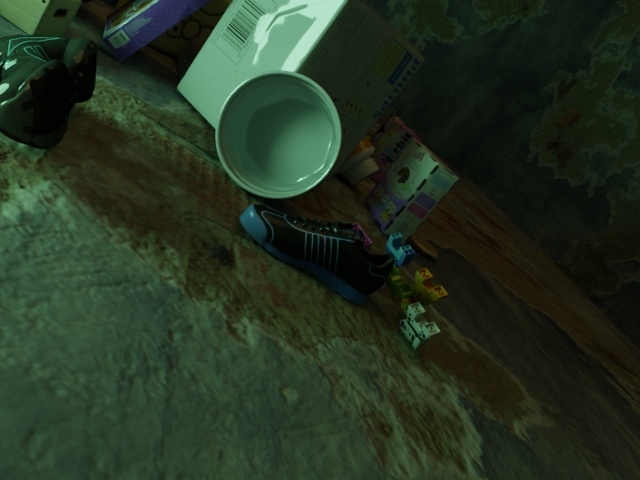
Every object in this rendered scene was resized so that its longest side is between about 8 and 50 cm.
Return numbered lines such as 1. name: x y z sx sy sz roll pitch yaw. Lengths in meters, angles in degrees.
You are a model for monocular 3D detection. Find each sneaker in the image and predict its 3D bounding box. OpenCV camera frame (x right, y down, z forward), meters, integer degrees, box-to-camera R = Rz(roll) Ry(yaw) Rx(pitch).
1. sneaker: -0.340 -0.181 0.702 0.106 0.101 0.267 10 25 -12
2. sneaker: 0.000 0.000 0.867 0.232 0.090 0.081 32 18 -18

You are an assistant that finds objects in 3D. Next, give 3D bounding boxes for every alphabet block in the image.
1. alphabet block: -0.338 -0.561 1.463 0.193 0.192 0.197 45 18 28

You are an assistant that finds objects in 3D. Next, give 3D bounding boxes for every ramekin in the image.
1. ramekin: -0.063 -0.172 1.011 0.207 0.207 0.109 38 8 2

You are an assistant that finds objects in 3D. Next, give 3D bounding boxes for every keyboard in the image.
1. keyboard: -0.290 -0.391 1.315 0.014 0.072 0.256 25 21 -27

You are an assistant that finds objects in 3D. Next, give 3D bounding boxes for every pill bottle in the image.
1. pill bottle: 0.057 -0.247 1.501 0.215 0.117 0.117 58 19 0

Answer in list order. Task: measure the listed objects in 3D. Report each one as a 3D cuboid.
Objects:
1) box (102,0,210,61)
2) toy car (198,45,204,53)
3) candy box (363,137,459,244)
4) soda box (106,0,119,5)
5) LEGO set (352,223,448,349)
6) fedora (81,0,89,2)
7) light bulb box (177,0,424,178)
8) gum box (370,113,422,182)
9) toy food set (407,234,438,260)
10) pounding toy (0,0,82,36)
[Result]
1. box: -0.289 -0.478 1.182 0.057 0.293 0.201 55 6 -35
2. toy car: -0.200 -0.385 1.404 0.182 0.159 0.136 14 64 -53
3. candy box: 0.202 -0.115 1.374 0.070 0.196 0.164 29 20 -26
4. soda box: -0.558 -0.671 1.507 0.210 0.067 0.071 43 18 17
5. LEGO set: 0.125 0.077 0.952 0.087 0.093 0.227 -14 52 -28
6. fedora: -0.491 -0.571 1.181 0.334 0.334 0.152 53 -11 39
7. light bulb box: -0.028 -0.350 1.252 0.225 0.358 0.361 47 19 23
8. gum box: 0.197 -0.263 1.750 0.107 0.188 0.062 31 18 -23
9. toy food set: 0.243 0.016 1.417 0.082 0.020 0.083 46 20 25
10. pounding toy: -0.469 -0.413 0.977 0.130 0.100 0.141 36 18 -9
